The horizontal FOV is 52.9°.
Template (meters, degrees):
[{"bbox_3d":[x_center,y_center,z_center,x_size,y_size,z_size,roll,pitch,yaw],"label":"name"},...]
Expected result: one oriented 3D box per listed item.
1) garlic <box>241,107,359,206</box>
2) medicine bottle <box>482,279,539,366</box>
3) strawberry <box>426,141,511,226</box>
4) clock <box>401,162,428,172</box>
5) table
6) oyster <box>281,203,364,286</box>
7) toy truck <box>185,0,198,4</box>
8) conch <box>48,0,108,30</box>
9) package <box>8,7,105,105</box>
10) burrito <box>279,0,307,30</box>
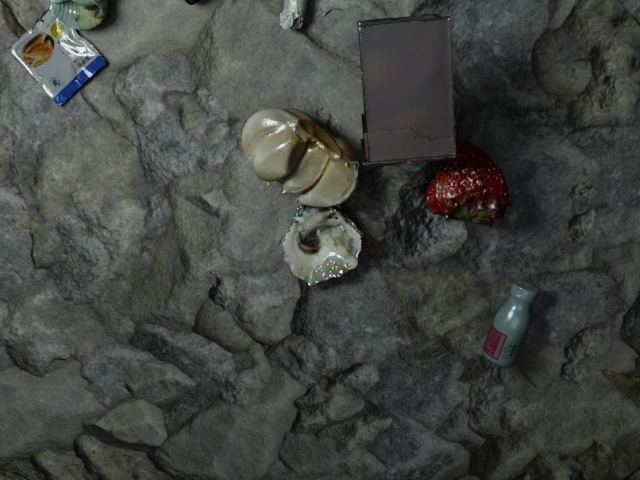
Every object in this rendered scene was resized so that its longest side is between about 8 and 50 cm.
[{"bbox_3d":[-0.056,-0.197,1.490,0.281,0.184,0.203,23,125,-27],"label":"garlic"},{"bbox_3d":[0.490,0.211,1.647,0.090,0.090,0.216,14,110,-2],"label":"medicine bottle"},{"bbox_3d":[0.342,-0.134,1.491,0.187,0.184,0.201,-4,73,28],"label":"strawberry"},{"bbox_3d":[0.222,-0.204,1.551,0.074,0.010,0.083,-39,103,16],"label":"clock"},{"bbox_3d":[0.174,-0.329,1.381,0.196,0.250,0.282,-4,111,5],"label":"table"},{"bbox_3d":[0.000,0.000,1.603,0.223,0.083,0.214,-28,103,18],"label":"oyster"},{"bbox_3d":[-0.255,-0.603,1.348,0.224,0.165,0.147,-31,106,14],"label":"toy truck"},{"bbox_3d":[-0.523,-0.540,1.421,0.153,0.102,0.135,-1,127,38],"label":"conch"},{"bbox_3d":[-0.615,-0.432,1.504,0.171,0.027,0.173,-37,101,15],"label":"package"},{"bbox_3d":[-0.049,-0.563,1.408,0.064,0.064,0.203,13,110,-2],"label":"burrito"}]
